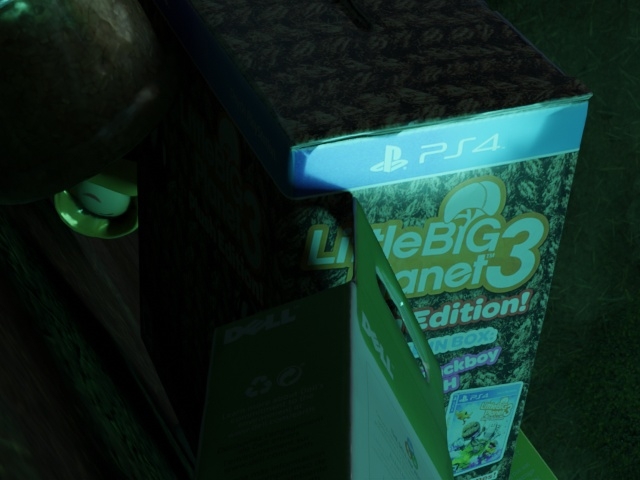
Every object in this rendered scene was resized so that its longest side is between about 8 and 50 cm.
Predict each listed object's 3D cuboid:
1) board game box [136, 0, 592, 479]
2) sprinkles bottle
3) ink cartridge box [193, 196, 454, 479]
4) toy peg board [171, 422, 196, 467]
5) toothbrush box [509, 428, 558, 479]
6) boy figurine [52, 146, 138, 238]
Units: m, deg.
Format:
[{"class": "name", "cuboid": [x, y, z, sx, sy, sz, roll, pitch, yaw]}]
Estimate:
[{"class": "board game box", "cuboid": [0.000, 0.000, 0.695, 0.232, 0.141, 0.291, -124, -150, -47]}, {"class": "sprinkles bottle", "cuboid": [-0.190, -0.180, 0.527, 0.355, 0.121, 0.121, 60, -6, -31]}, {"class": "ink cartridge box", "cuboid": [0.006, 0.091, 0.482, 0.209, 0.062, 0.109, -88, 154, -53]}, {"class": "toy peg board", "cuboid": [-0.005, 0.183, 0.837, 0.160, 0.079, 0.161, 54, -5, 25]}, {"class": "toothbrush box", "cuboid": [0.070, 0.211, 1.037, 0.283, 0.206, 0.122, 54, -6, 21]}, {"class": "boy figurine", "cuboid": [-0.157, -0.071, 0.904, 0.177, 0.092, 0.285, 16, -14, -8]}]
